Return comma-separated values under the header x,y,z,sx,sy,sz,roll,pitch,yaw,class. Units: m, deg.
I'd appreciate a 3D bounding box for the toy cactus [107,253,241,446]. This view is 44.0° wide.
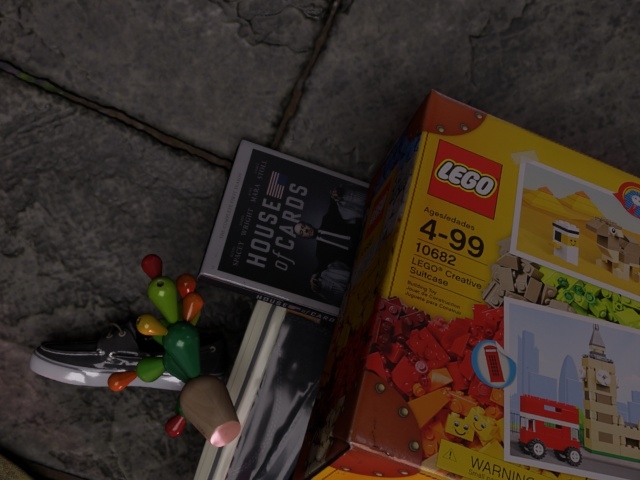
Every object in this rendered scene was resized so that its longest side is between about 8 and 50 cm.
x,y,z,sx,sy,sz,roll,pitch,yaw,class
-0.145,0.138,0.819,0.112,0.180,0.219,-13,129,-29,toy cactus

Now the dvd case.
x,y,z,sx,sy,sz,roll,pitch,yaw,class
0.000,0.000,0.889,0.238,0.029,0.179,18,60,-10,dvd case

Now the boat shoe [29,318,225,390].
x,y,z,sx,sy,sz,roll,pitch,yaw,class
-0.224,0.131,0.945,0.228,0.080,0.076,8,98,-7,boat shoe

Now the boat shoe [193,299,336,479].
x,y,z,sx,sy,sz,roll,pitch,yaw,class
-0.072,0.284,0.950,0.156,0.187,0.500,19,99,-4,boat shoe

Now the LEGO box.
x,y,z,sx,sy,sz,roll,pitch,yaw,class
0.266,0.131,0.776,0.500,0.372,0.193,21,148,-7,LEGO box

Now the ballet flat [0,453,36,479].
x,y,z,sx,sy,sz,roll,pitch,yaw,class
-0.388,0.352,0.978,0.348,0.123,0.123,37,101,-14,ballet flat
